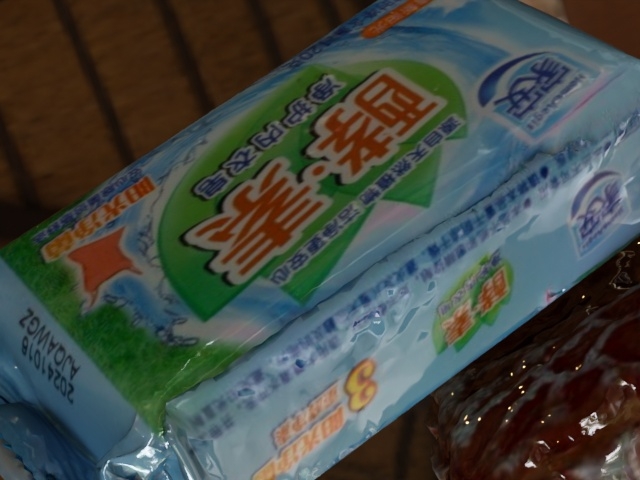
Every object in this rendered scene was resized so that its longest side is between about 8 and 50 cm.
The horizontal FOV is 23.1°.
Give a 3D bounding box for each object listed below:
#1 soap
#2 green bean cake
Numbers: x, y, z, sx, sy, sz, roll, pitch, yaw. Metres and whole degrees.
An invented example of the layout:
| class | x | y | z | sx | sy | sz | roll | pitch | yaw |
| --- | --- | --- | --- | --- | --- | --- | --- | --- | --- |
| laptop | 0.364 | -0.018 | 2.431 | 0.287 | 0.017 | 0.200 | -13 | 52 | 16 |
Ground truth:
| class | x | y | z | sx | sy | sz | roll | pitch | yaw |
| --- | --- | --- | --- | --- | --- | --- | --- | --- | --- |
| soap | 0.000 | 0.000 | 0.590 | 0.156 | 0.293 | 0.077 | 36 | 157 | 49 |
| green bean cake | 0.138 | 0.048 | 0.658 | 0.097 | 0.199 | 0.232 | 51 | -162 | -15 |
